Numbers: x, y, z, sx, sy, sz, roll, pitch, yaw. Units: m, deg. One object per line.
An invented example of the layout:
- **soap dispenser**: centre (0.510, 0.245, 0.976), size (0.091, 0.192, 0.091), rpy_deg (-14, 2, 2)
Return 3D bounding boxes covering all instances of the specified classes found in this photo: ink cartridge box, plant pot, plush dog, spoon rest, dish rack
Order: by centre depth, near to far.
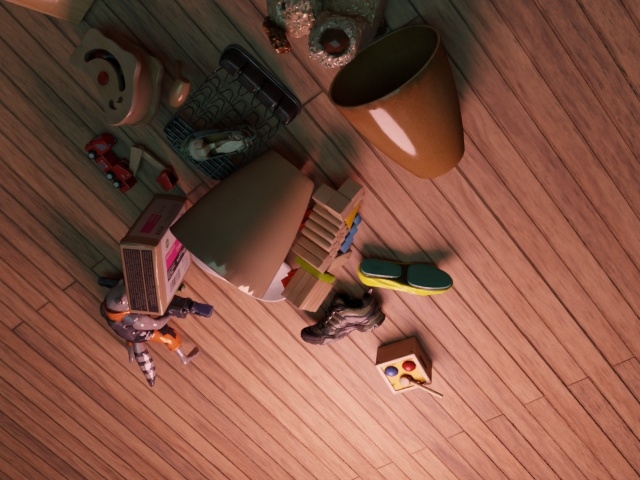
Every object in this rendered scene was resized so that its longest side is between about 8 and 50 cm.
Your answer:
- **plush dog**: centre (0.004, -0.455, 1.281), size (0.225, 0.210, 0.262), rpy_deg (18, 95, 15)
- **plant pot**: centre (0.183, -0.251, 1.337), size (0.237, 0.237, 0.254), rpy_deg (-25, 126, 22)
- **dish rack**: centre (-0.203, -0.262, 1.472), size (0.208, 0.074, 0.271), rpy_deg (42, 120, -14)
- **plant pot**: centre (-0.145, -0.056, 1.482), size (0.256, 0.256, 0.274), rpy_deg (38, 92, -13)
- **ink cartridge box**: centre (-0.379, 0.030, 1.581), size (0.088, 0.234, 0.193), rpy_deg (7, 122, 6)
- **spoon rest**: centre (-0.193, 0.072, 1.662), size (0.276, 0.084, 0.137), rpy_deg (21, 122, -2)

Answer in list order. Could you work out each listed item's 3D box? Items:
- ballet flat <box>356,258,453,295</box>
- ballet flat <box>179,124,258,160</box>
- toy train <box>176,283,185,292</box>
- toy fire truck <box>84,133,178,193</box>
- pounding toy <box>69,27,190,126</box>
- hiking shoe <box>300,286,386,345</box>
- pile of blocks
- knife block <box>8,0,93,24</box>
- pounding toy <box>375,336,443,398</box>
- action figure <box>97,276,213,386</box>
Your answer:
- **ballet flat**: centre (0.201, 0.094, 1.623), size (0.231, 0.077, 0.077), rpy_deg (10, 143, 7)
- **ballet flat**: centre (-0.225, -0.203, 1.432), size (0.188, 0.070, 0.070), rpy_deg (-13, 118, 20)
- **toy train**: centre (-0.391, 0.135, 1.769), size (0.083, 0.023, 0.017), rpy_deg (-20, 115, 21)
- **toy fire truck**: centre (-0.441, -0.180, 1.574), size (0.135, 0.047, 0.192), rpy_deg (-27, 112, 23)
- **pounding toy**: centre (-0.387, -0.326, 1.421), size (0.269, 0.155, 0.154), rpy_deg (37, 113, 23)
- **hiking shoe**: centre (0.045, 0.187, 1.703), size (0.227, 0.086, 0.114), rpy_deg (-19, 102, 14)
- **pile of blocks**: centre (0.000, 0.000, 1.583), size (0.113, 0.149, 0.362), rpy_deg (36, 118, 24)
- **knife block**: centre (-0.602, -0.513, 1.286), size (0.276, 0.242, 0.088), rpy_deg (39, 120, -14)
- **pounding toy**: centre (0.231, 0.342, 1.741), size (0.130, 0.100, 0.141), rpy_deg (-22, 115, 22)
- **action figure**: centre (-0.431, 0.224, 1.722), size (0.341, 0.178, 0.330), rpy_deg (8, 142, 25)
